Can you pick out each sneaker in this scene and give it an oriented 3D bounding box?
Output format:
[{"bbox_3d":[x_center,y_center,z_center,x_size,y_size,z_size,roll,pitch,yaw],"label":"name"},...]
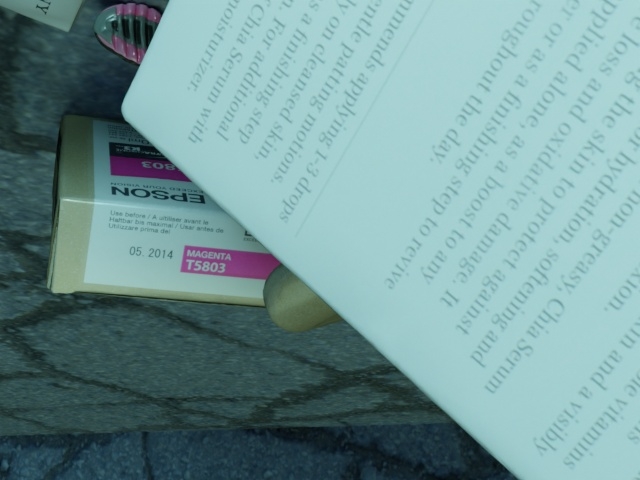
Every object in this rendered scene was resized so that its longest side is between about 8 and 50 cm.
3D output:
[{"bbox_3d":[-0.119,-0.145,0.840,0.119,0.047,0.057,12,169,-26],"label":"sneaker"}]

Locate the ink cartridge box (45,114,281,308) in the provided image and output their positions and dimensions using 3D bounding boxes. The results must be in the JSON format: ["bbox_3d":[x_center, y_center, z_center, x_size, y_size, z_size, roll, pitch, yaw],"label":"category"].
[{"bbox_3d":[-0.113,-0.026,0.954,0.235,0.088,0.193,6,-156,-16],"label":"ink cartridge box"}]

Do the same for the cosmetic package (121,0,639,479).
[{"bbox_3d":[0.155,-0.016,0.441,0.161,0.453,0.230,-17,145,-55],"label":"cosmetic package"}]

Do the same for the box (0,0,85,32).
[{"bbox_3d":[-0.234,-0.226,0.499,0.322,0.058,0.232,19,156,-19],"label":"box"}]

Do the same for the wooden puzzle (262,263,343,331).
[{"bbox_3d":[0.160,-0.047,0.760,0.322,0.080,0.348,-31,164,27],"label":"wooden puzzle"}]
